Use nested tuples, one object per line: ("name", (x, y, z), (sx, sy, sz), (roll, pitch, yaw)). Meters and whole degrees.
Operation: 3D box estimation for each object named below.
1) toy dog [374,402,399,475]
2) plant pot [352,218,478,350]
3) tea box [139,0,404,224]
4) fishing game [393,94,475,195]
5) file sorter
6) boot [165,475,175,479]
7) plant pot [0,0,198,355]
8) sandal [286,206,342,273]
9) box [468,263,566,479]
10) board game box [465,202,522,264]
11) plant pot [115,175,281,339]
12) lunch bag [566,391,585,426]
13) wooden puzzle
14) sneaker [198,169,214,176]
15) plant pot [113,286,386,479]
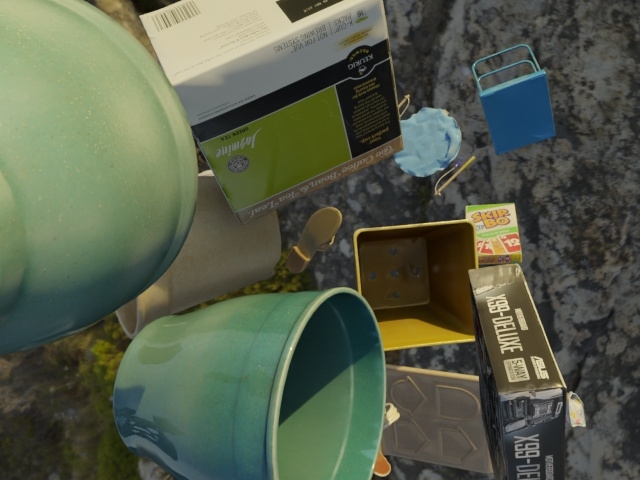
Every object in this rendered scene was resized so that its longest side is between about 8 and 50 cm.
("toy dog", (0.063, 0.525, 1.344), (0.161, 0.334, 0.220), (57, 149, -4))
("plant pot", (0.159, 0.071, 1.114), (0.187, 0.212, 0.212), (-145, 50, -83))
("tea box", (-0.066, -0.254, 1.005), (0.323, 0.329, 0.220), (72, 171, -51))
("fishing game", (0.276, -0.257, 1.573), (0.189, 0.041, 0.264), (-49, 66, 11))
("file sorter", (0.373, -0.273, 1.168), (0.118, 0.170, 0.104), (-17, 51, 16))
("boot", (-0.244, 0.618, 1.360), (0.445, 0.367, 0.146), (-57, 39, -3))
("plant pot", (-0.257, -0.034, 0.431), (0.293, 0.196, 0.292), (2, 110, 5))
("sandal", (-0.004, -0.005, 1.672), (0.088, 0.079, 0.240), (50, 119, 21))
("box", (0.264, 0.225, 0.821), (0.077, 0.242, 0.307), (-8, 120, 10))
("board game box", (0.422, -0.025, 1.485), (0.124, 0.259, 0.039), (-3, 119, 15))
("plant pot", (-0.259, -0.004, 1.202), (0.334, 0.306, 0.333), (32, 127, 53))
("lunch bag", (0.618, 0.422, 1.500), (0.071, 0.053, 0.083), (136, 134, -64))
("wooden puzzle", (0.307, 0.463, 1.608), (0.348, 0.080, 0.322), (1, 118, 18))
("sneaker", (-0.380, -0.086, 1.720), (0.321, 0.125, 0.180), (-13, 58, 41))
("plant pot", (-0.090, 0.185, 0.711), (0.255, 0.272, 0.271), (1, 99, 27))
